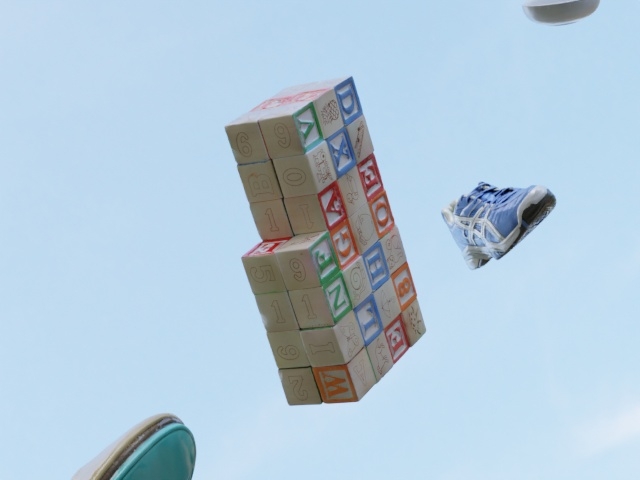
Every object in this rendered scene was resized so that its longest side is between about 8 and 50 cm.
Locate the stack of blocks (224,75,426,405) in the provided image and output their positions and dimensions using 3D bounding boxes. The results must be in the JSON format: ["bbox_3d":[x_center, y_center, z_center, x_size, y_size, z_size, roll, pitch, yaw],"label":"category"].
[{"bbox_3d":[0.000,0.000,1.772,0.087,0.297,0.171,-7,19,33],"label":"stack of blocks"}]

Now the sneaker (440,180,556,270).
[{"bbox_3d":[0.194,-0.026,1.944,0.080,0.081,0.211,-39,1,-25],"label":"sneaker"}]

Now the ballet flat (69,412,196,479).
[{"bbox_3d":[-0.148,0.193,0.975,0.073,0.232,0.080,3,-38,32],"label":"ballet flat"}]

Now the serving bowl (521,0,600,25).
[{"bbox_3d":[0.254,-0.242,1.808,0.083,0.083,0.027,-15,-75,-22],"label":"serving bowl"}]
